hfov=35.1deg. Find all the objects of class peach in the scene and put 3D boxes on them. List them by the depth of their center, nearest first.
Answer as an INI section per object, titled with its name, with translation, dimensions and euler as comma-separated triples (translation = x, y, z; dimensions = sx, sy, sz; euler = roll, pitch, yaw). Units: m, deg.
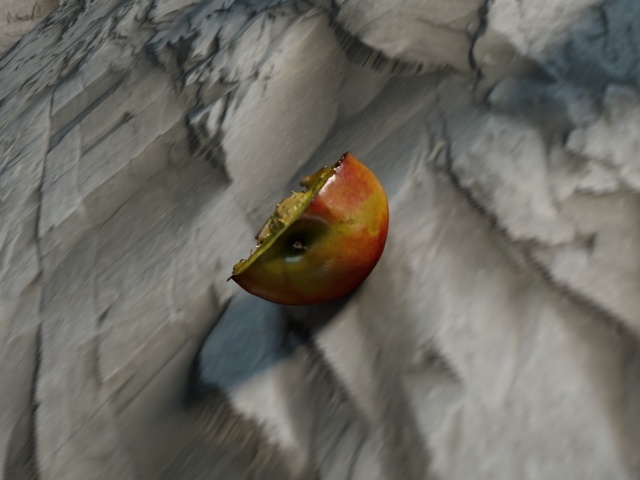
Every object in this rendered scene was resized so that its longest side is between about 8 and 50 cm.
[peach]
translation = 0.000, 0.000, 0.543
dimensions = 0.098, 0.061, 0.098
euler = -46, 5, 5
